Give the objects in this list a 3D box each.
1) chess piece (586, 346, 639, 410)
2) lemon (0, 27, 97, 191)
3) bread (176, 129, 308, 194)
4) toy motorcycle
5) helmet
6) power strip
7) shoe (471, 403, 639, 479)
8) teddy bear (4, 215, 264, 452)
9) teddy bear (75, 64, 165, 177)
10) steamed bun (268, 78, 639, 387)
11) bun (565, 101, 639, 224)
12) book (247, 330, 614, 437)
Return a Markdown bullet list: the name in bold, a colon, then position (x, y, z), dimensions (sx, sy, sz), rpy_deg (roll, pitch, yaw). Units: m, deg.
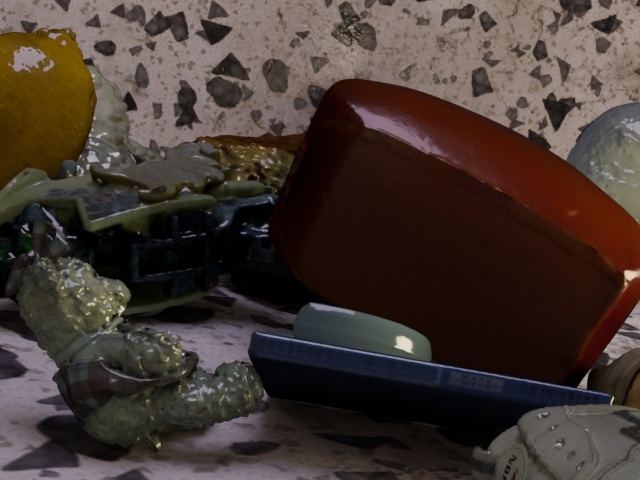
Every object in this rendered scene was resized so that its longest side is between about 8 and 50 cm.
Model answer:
- **chess piece**: position (0.312, 0.151, 0.926), dimensions (0.137, 0.137, 0.301), rpy_deg (10, -2, 6)
- **lemon**: position (-0.372, -0.150, 1.246), dimensions (0.188, 0.257, 0.188), rpy_deg (35, -10, 7)
- **bread**: position (-0.029, -0.069, 1.707), dimensions (0.314, 0.192, 0.370), rpy_deg (24, 22, 40)
- **toy motorcycle**: position (-0.207, -0.009, 1.174), dimensions (0.410, 0.169, 0.237), rpy_deg (-8, 25, -31)
- **helmet**: position (0.000, 0.000, 1.378), dimensions (0.278, 0.160, 0.230), rpy_deg (17, 13, 35)
- **power strip**: position (0.027, 0.104, 0.924), dimensions (0.137, 0.044, 0.216), rpy_deg (12, -15, -4)
- **shoe**: position (0.171, 0.169, 0.599), dimensions (0.210, 0.132, 0.342), rpy_deg (11, 4, 38)
- **teddy bear**: position (-0.159, 0.092, 0.768), dimensions (0.213, 0.111, 0.133), rpy_deg (38, -33, -12)
- **teddy bear**: position (-0.363, -0.054, 1.482), dimensions (0.327, 0.362, 0.375), rpy_deg (-3, -23, -28)
- **steamed bun**: position (0.149, -0.011, 1.097), dimensions (0.379, 0.235, 0.248), rpy_deg (29, 21, 6)
- **bun**: position (0.586, -0.068, 1.826), dimensions (0.361, 0.362, 0.211), rpy_deg (4, 7, -29)
- **book**: position (0.081, 0.125, 0.835), dimensions (0.269, 0.025, 0.191), rpy_deg (10, -18, 5)
